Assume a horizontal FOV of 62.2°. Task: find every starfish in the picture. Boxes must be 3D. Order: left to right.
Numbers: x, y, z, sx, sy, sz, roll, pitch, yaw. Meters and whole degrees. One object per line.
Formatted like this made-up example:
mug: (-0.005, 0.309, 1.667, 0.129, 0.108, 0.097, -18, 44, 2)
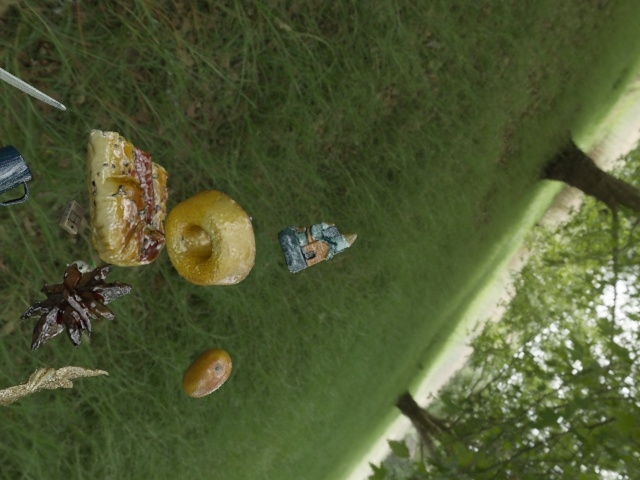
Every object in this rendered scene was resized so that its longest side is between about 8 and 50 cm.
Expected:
starfish: (-0.600, 0.313, 1.123, 0.277, 0.062, 0.235, -14, 164, -47)

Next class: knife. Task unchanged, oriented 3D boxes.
knife: (-0.711, -0.370, 1.142, 0.043, 0.335, 0.081, -61, -160, -16)

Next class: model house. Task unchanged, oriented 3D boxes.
model house: (0.000, 0.000, 2.094, 0.290, 0.185, 0.253, -17, 179, 10)

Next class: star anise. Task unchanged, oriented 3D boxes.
star anise: (-0.583, 0.131, 1.230, 0.272, 0.271, 0.103, -42, 143, -27)

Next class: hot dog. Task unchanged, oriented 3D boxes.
hot dog: (-0.600, -0.103, 1.663, 0.367, 0.195, 0.366, 59, 29, -74)

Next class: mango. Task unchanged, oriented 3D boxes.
mango: (-0.389, 0.451, 1.778, 0.221, 0.120, 0.151, -42, -172, 22)

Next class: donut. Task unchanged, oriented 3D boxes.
donut: (-0.301, -0.001, 1.395, 0.108, 0.277, 0.278, -16, 141, -52)

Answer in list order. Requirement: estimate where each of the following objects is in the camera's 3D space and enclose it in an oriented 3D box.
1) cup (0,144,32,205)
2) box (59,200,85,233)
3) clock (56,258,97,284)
cup: (-0.893, -0.177, 1.479, 0.138, 0.113, 0.150, -36, 147, -31)
box: (-0.715, -0.067, 1.531, 0.053, 0.024, 0.084, 62, 29, -58)
clock: (-0.894, 0.163, 1.958, 0.103, 0.144, 0.231, -31, -148, 42)
